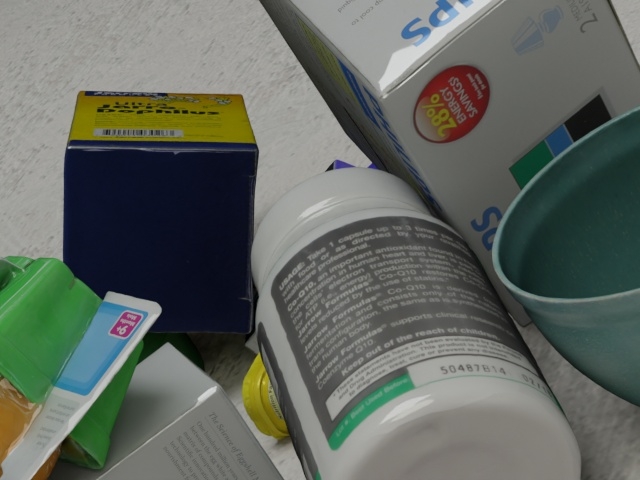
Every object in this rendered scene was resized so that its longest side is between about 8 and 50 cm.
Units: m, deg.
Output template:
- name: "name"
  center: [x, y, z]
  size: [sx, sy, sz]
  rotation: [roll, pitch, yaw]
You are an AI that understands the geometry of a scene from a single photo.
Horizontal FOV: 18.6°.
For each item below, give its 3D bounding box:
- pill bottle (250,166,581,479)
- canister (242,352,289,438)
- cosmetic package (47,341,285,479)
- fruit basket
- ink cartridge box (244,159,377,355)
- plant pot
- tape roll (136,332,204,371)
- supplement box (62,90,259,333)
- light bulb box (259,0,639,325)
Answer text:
- name: "pill bottle"
  center: [0.061, 0.100, 1.594]
  size: [0.204, 0.204, 0.361]
  rotation: [-29, 36, 4]
- name: "canister"
  center: [0.026, 0.121, 1.836]
  size: [0.170, 0.073, 0.126]
  rotation: [-11, 32, 36]
- name: "cosmetic package"
  center: [-0.135, 0.246, 1.589]
  size: [0.224, 0.224, 0.138]
  rotation: [-36, 24, -10]
- name: "fruit basket"
  center: [-0.315, 0.163, 1.491]
  size: [0.327, 0.165, 0.353]
  rotation: [3, 45, 53]
- name: "ink cartridge box"
  center: [0.000, 0.000, 2.046]
  size: [0.208, 0.045, 0.206]
  rotation: [-48, 17, 22]
- name: "plant pot"
  center: [0.307, 0.030, 1.523]
  size: [0.293, 0.196, 0.293]
  rotation: [-26, 23, 12]
- name: "tape roll"
  center: [-0.279, 0.182, 2.074]
  size: [0.321, 0.077, 0.321]
  rotation: [-26, 23, 12]
- name: "supplement box"
  center: [-0.172, -0.039, 2.091]
  size: [0.195, 0.194, 0.356]
  rotation: [1, 13, -5]
- name: "light bulb box"
  center: [0.122, -0.177, 1.819]
  size: [0.225, 0.358, 0.361]
  rotation: [-38, 45, -2]
